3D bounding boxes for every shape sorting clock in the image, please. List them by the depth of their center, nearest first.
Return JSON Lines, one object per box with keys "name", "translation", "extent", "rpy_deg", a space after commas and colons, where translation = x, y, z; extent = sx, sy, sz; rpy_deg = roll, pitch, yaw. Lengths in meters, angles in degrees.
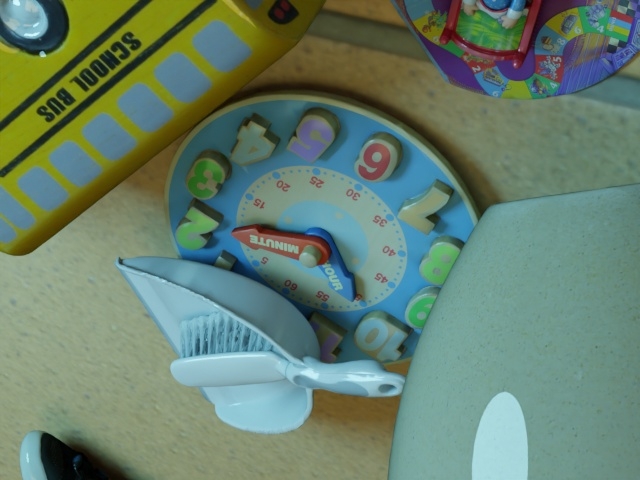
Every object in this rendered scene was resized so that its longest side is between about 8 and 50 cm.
{"name": "shape sorting clock", "translation": [0.000, 0.000, 0.860], "extent": [0.206, 0.040, 0.206], "rpy_deg": [13, 134, 14]}

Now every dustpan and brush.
{"name": "dustpan and brush", "translation": [-0.029, 0.073, 0.870], "extent": [0.211, 0.060, 0.147], "rpy_deg": [-6, 129, 33]}

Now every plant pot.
{"name": "plant pot", "translation": [0.161, 0.067, 0.716], "extent": [0.284, 0.284, 0.191], "rpy_deg": [-8, 90, 31]}

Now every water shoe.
{"name": "water shoe", "translation": [-0.157, 0.216, 1.120], "extent": [0.080, 0.073, 0.203], "rpy_deg": [-29, 115, 11]}

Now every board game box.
{"name": "board game box", "translation": [0.086, -0.132, 0.708], "extent": [0.133, 0.033, 0.169], "rpy_deg": [-20, 118, 36]}

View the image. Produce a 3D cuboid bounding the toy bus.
{"name": "toy bus", "translation": [-0.147, -0.095, 0.799], "extent": [0.130, 0.108, 0.332], "rpy_deg": [43, 133, -17]}
